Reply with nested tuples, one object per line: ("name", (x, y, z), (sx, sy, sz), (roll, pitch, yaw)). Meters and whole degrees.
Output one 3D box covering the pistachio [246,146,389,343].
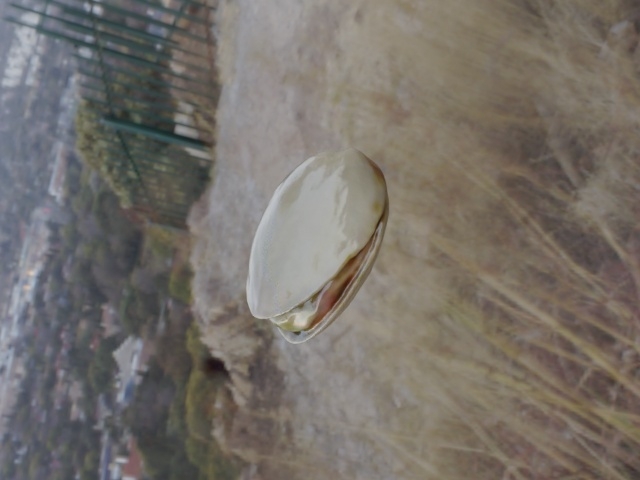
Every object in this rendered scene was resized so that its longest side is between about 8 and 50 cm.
("pistachio", (0.000, 0.000, 0.977), (0.144, 0.144, 0.215), (-21, 44, 61))
